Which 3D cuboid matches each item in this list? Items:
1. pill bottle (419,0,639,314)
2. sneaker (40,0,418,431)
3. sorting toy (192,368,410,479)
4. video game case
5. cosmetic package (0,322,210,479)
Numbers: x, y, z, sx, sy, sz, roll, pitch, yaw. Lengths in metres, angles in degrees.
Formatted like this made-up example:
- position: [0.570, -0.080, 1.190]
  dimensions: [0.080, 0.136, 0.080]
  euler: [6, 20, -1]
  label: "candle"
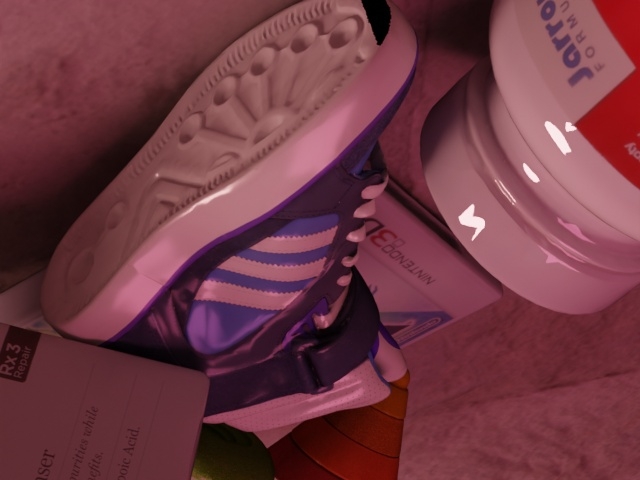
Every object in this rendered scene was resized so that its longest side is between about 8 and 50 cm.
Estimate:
- position: [0.247, -0.137, 1.084]
  dimensions: [0.229, 0.229, 0.407]
  euler: [11, 139, -38]
  label: "pill bottle"
- position: [0.000, 0.001, 1.220]
  dimensions: [0.236, 0.130, 0.323]
  euler: [31, 118, -35]
  label: "sneaker"
- position: [-0.049, 0.118, 1.426]
  dimensions: [0.365, 0.127, 0.126]
  euler: [23, 101, -44]
  label: "sorting toy"
- position: [-0.064, 0.054, 1.417]
  dimensions: [0.329, 0.036, 0.300]
  euler: [-28, 147, 18]
  label: "video game case"
- position: [-0.281, 0.160, 1.179]
  dimensions: [0.385, 0.217, 0.156]
  euler: [13, 144, -3]
  label: "cosmetic package"
